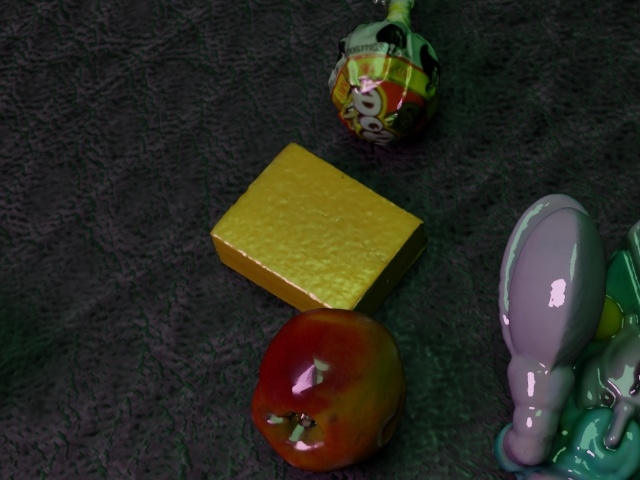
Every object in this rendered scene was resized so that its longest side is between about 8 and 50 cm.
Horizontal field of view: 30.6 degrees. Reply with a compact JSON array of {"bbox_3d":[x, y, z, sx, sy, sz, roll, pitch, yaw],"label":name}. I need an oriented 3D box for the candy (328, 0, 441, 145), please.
[{"bbox_3d":[0.066,-0.200,0.930,0.083,0.091,0.305,3,53,12],"label":"candy"}]

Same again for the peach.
[{"bbox_3d":[0.008,0.094,0.749,0.101,0.100,0.100,-4,59,6],"label":"peach"}]

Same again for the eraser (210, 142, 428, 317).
[{"bbox_3d":[0.000,0.000,0.832,0.122,0.045,0.097,32,68,23],"label":"eraser"}]

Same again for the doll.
[{"bbox_3d":[0.200,0.093,0.694,0.195,0.153,0.258,3,77,-4],"label":"doll"}]
